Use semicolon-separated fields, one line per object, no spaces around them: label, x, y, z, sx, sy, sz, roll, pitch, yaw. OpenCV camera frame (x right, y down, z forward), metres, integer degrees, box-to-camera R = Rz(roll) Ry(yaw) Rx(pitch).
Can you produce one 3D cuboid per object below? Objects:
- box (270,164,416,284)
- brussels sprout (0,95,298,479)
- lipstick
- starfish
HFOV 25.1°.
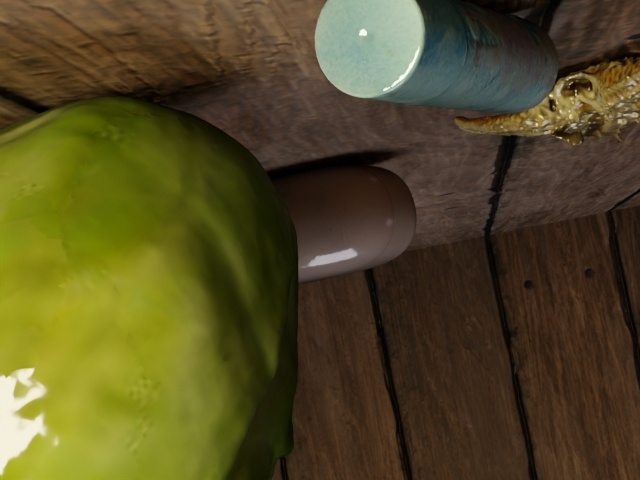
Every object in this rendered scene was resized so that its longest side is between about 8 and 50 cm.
box;-0.021;-0.008;1.172;0.200;0.088;0.146;-14;177;27
brussels sprout;-0.137;0.083;0.666;0.328;0.247;0.328;-45;180;0
lipstick;0.054;-0.079;0.608;0.048;0.048;0.158;-13;176;28
starfish;0.204;-0.090;0.901;0.138;0.050;0.247;-10;180;-43
